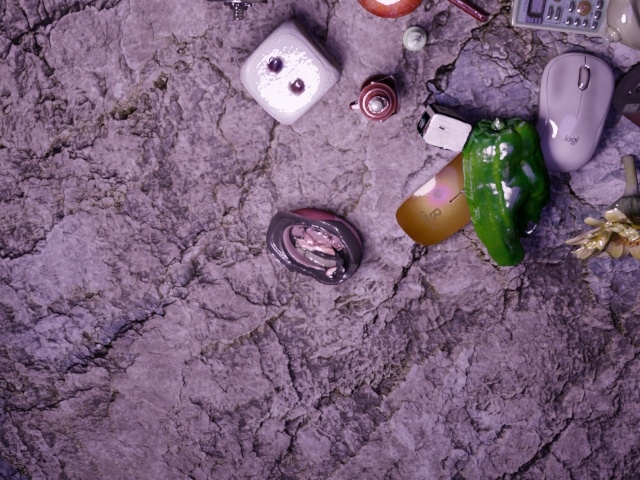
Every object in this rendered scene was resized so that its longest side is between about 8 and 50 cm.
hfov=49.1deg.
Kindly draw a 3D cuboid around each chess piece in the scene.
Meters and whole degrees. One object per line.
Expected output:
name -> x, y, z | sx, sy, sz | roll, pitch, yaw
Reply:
chess piece -> 0.226, -0.481, 1.685 | 0.059, 0.149, 0.059 | 3, 110, 7

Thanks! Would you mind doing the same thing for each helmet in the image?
helmet -> 0.000, 0.000, 1.876 | 0.253, 0.154, 0.198 | 35, 130, 12

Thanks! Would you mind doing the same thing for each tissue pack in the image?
tissue pack -> 0.303, -0.279, 1.736 | 0.103, 0.170, 0.090 | 19, 110, -3

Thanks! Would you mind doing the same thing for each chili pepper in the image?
chili pepper -> 0.470, -0.119, 1.728 | 0.213, 0.167, 0.385 | -16, 118, 2

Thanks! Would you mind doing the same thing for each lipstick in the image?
lipstick -> 0.331, -0.584, 1.707 | 0.176, 0.027, 0.027 | 31, 109, -7

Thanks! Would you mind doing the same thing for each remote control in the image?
remote control -> 0.604, -0.559, 1.680 | 0.285, 0.038, 0.123 | 9, 109, 2

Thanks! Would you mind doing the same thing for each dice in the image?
dice -> -0.073, -0.411, 1.716 | 0.194, 0.193, 0.192 | -41, 99, 15

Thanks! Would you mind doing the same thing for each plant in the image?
plant -> 0.794, -0.036, 1.735 | 0.261, 0.306, 0.297 | 34, 81, 22

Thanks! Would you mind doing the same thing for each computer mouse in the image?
computer mouse -> 0.342, -0.114, 1.843 | 0.310, 0.072, 0.158 | -40, 103, 16
computer mouse -> 0.612, -0.308, 1.725 | 0.184, 0.121, 0.297 | 15, 111, 2

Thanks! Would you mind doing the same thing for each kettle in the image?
kettle -> 0.843, -0.331, 1.683 | 0.232, 0.144, 0.202 | 28, 82, -26

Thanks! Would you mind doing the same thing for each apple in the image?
apple -> 0.167, -0.628, 1.641 | 0.201, 0.162, 0.201 | 5, 120, 10

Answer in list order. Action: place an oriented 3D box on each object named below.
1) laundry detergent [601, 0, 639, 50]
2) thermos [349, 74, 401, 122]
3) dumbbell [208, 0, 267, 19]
laundry detergent -> 0.761, -0.539, 1.620 | 0.253, 0.091, 0.181 | -39, 113, 4
thermos -> 0.133, -0.342, 1.698 | 0.124, 0.232, 0.099 | -9, 108, 10
dumbbell -> -0.185, -0.667, 1.641 | 0.192, 0.192, 0.290 | 5, 108, 4
